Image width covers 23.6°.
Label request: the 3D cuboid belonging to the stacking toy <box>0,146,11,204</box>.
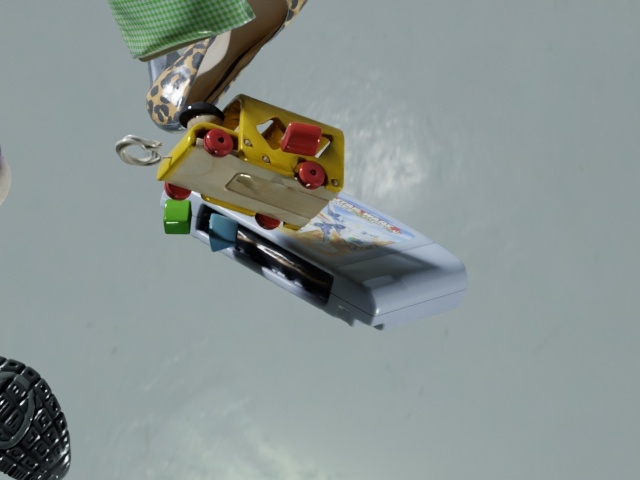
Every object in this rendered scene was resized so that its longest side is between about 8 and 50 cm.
[{"bbox_3d":[-0.407,-0.171,1.532,0.141,0.141,0.330,1,131,5],"label":"stacking toy"}]

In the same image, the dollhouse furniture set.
[{"bbox_3d":[-0.146,-0.264,1.353,0.302,0.151,0.197,-14,104,41],"label":"dollhouse furniture set"}]

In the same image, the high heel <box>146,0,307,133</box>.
[{"bbox_3d":[-0.083,-0.221,1.708,0.261,0.186,0.093,-34,123,12],"label":"high heel"}]

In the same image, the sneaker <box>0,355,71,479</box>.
[{"bbox_3d":[-0.386,0.167,1.733,0.109,0.130,0.286,-42,81,-17],"label":"sneaker"}]

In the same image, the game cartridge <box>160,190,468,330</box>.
[{"bbox_3d":[0.000,0.000,1.624,0.297,0.198,0.062,28,118,31],"label":"game cartridge"}]

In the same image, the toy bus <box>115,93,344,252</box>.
[{"bbox_3d":[-0.076,-0.089,1.488,0.191,0.104,0.202,-7,146,13],"label":"toy bus"}]
